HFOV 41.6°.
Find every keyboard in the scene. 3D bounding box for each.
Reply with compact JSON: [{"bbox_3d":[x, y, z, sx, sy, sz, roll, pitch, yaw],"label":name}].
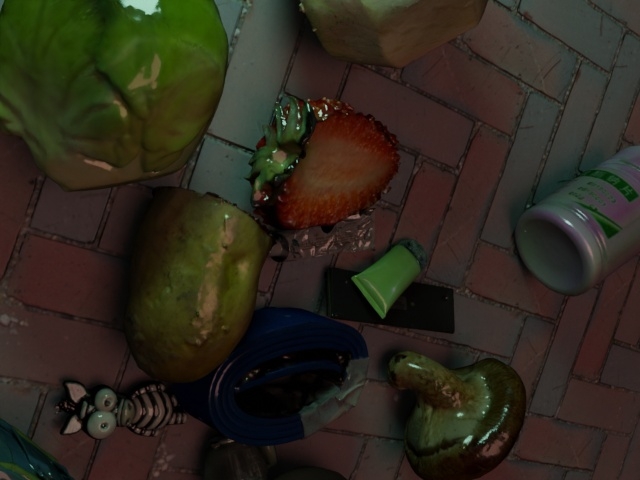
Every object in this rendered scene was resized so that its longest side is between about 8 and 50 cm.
[{"bbox_3d":[0.137,0.115,1.608,0.317,0.027,0.106,12,70,-35],"label":"keyboard"}]

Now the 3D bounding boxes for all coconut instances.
[{"bbox_3d":[0.125,-0.451,1.310,0.353,0.353,0.352,-9,107,-32],"label":"coconut"}]

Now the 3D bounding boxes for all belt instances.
[{"bbox_3d":[-0.075,0.228,1.428,0.347,0.117,0.212,-4,101,-43],"label":"belt"}]

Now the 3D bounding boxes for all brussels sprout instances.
[{"bbox_3d":[-0.271,-0.233,1.125,0.268,0.344,0.343,0,104,-69],"label":"brussels sprout"}]

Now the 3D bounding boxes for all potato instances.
[{"bbox_3d":[-0.198,0.083,1.270,0.229,0.229,0.265,29,71,-36],"label":"potato"}]

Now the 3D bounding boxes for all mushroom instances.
[{"bbox_3d":[0.261,0.347,1.636,0.255,0.267,0.267,13,94,-36],"label":"mushroom"}]

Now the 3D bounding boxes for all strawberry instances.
[{"bbox_3d":[-0.003,-0.126,1.424,0.306,0.138,0.233,10,108,-55],"label":"strawberry"}]

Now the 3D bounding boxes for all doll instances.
[{"bbox_3d":[-0.310,0.268,1.335,0.219,0.067,0.090,7,90,-34],"label":"doll"}]

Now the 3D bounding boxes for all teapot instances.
[{"bbox_3d":[-0.135,0.375,1.458,0.149,0.111,0.108,-13,89,-24],"label":"teapot"}]

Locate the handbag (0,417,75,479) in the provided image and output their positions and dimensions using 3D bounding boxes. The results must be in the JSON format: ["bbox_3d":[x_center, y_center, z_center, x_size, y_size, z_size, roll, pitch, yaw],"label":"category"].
[{"bbox_3d":[-0.458,0.376,1.155,0.222,0.241,0.263,-49,122,-14],"label":"handbag"}]

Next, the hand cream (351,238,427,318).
[{"bbox_3d":[0.136,0.061,1.578,0.175,0.046,0.095,-40,95,-35],"label":"hand cream"}]

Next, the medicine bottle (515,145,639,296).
[{"bbox_3d":[0.595,-0.045,1.783,0.326,0.212,0.212,-30,117,-23],"label":"medicine bottle"}]

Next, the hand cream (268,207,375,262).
[{"bbox_3d":[-0.003,-0.001,1.490,0.257,0.050,0.084,-13,111,-38],"label":"hand cream"}]

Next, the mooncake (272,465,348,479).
[{"bbox_3d":[-0.044,0.548,1.487,0.326,0.174,0.333,-24,141,-37],"label":"mooncake"}]
